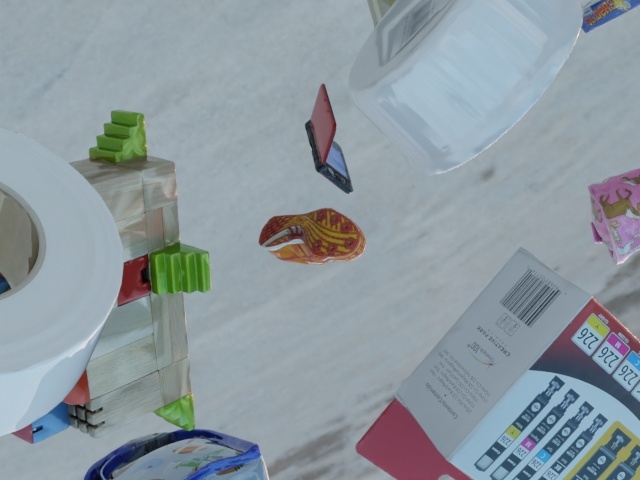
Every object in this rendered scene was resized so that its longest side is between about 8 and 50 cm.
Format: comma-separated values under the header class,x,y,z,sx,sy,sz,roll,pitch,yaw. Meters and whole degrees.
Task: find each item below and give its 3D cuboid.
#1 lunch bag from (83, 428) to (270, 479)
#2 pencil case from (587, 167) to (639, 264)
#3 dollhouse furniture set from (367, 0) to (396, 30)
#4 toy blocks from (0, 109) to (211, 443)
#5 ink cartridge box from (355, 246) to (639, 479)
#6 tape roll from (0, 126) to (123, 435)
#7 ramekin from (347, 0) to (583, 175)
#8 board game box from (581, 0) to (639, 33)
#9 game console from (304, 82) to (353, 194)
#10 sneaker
class,x,y,z,sx,sy,sz,roll,pitch,yaw
lunch bag,-0.188,0.449,1.446,0.239,0.327,0.385,-15,-178,-19
pencil case,0.650,-0.090,1.750,0.386,0.160,0.167,-21,130,9
dollhouse furniture set,0.210,-0.390,1.881,0.151,0.197,0.301,-48,156,-9
toy blocks,-0.278,0.072,1.114,0.191,0.381,0.261,14,-155,39
ink cartridge box,0.237,0.211,1.050,0.309,0.130,0.272,38,94,-30
tape roll,-0.313,0.025,0.844,0.286,0.286,0.100,-15,149,-41
ramekin,0.157,-0.224,1.202,0.277,0.135,0.277,-45,-161,20
board game box,0.445,-0.355,1.377,0.136,0.035,0.201,-39,-174,-16
game console,0.027,-0.170,1.715,0.085,0.144,0.124,-40,125,22
sneaker,0.000,0.000,1.207,0.067,0.064,0.175,32,166,-34
